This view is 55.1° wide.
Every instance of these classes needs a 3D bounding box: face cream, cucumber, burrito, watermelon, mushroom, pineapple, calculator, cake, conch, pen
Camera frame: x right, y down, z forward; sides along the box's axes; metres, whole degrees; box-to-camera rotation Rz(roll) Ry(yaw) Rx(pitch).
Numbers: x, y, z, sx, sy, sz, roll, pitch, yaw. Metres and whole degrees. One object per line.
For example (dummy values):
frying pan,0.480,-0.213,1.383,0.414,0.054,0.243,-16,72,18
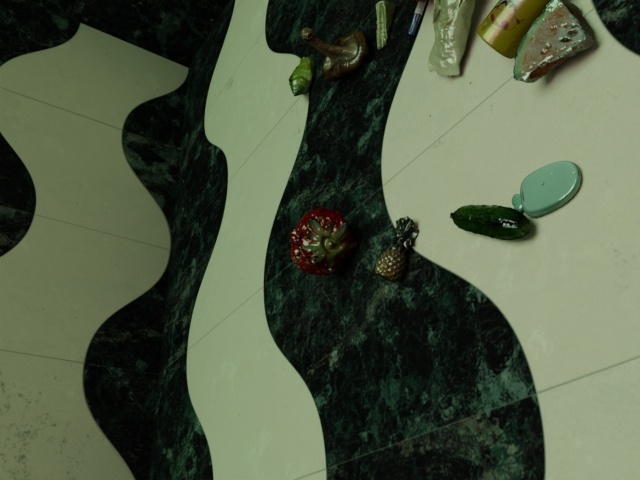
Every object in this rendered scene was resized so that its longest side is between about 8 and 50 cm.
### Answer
face cream,0.469,-0.541,1.244,0.349,0.105,0.105,-51,36,33
cucumber,0.337,-0.041,1.252,0.227,0.069,0.069,17,90,65
burrito,0.324,-0.596,1.477,0.117,0.076,0.392,21,110,48
watermelon,0.470,-0.378,1.202,0.139,0.071,0.187,33,96,53
mushroom,0.018,-0.606,1.935,0.227,0.217,0.148,-18,60,56
pineapple,0.186,0.018,1.479,0.074,0.074,0.159,10,76,61
calculator,0.425,-0.096,1.168,0.153,0.021,0.095,-29,51,47
cake,0.197,-0.646,1.849,0.051,0.055,0.140,7,98,59
conch,-0.066,-0.590,2.229,0.094,0.079,0.201,-2,63,40
pen,0.286,-0.667,1.708,0.025,0.025,0.204,28,101,60

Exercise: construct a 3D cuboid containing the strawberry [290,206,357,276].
strawberry,0.000,0.000,1.704,0.201,0.184,0.187,-127,20,-81
